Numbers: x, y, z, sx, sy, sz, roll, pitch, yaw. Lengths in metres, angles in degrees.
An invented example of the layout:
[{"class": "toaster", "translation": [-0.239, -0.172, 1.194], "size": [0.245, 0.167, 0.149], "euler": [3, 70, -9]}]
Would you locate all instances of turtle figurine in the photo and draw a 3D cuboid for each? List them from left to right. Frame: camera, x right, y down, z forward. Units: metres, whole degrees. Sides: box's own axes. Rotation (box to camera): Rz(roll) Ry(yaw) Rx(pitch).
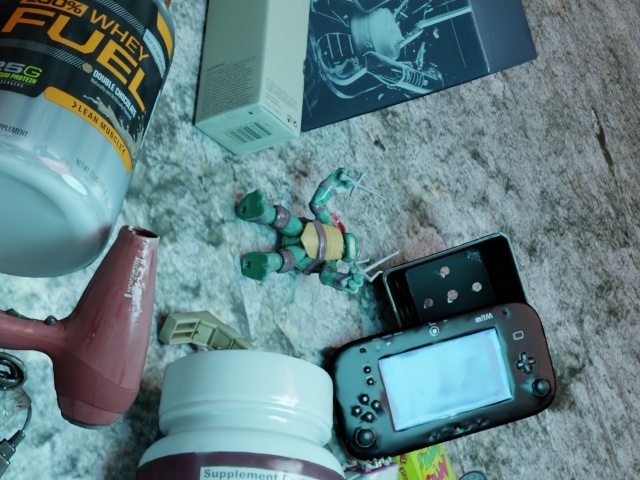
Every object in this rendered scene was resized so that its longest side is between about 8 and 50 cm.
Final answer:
[{"class": "turtle figurine", "translation": [0.000, 0.000, 1.715], "size": [0.234, 0.118, 0.175], "euler": [2, 61, -41]}]

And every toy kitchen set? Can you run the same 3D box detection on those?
[{"class": "toy kitchen set", "translation": [-0.137, 0.133, 1.502], "size": [0.075, 0.083, 0.068], "euler": [0, 120, -57]}]

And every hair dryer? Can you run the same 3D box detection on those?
[{"class": "hair dryer", "translation": [-0.257, 0.091, 1.163], "size": [0.223, 0.293, 0.080], "euler": [58, -8, -30]}]

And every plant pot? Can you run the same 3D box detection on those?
[{"class": "plant pot", "translation": [0.204, 0.092, 1.918], "size": [0.167, 0.188, 0.187], "euler": [-83, 154, -82]}]

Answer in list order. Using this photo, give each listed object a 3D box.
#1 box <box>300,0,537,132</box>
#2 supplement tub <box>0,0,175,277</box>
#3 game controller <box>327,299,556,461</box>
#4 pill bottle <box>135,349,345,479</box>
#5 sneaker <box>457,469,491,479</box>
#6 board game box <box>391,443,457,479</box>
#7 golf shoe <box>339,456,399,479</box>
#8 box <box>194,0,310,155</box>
[{"class": "box", "translation": [0.088, -0.363, 1.807], "size": [0.179, 0.313, 0.343], "euler": [-25, 99, -57]}, {"class": "supplement tub", "translation": [-0.265, -0.149, 1.281], "size": [0.207, 0.207, 0.338], "euler": [46, 42, -38]}, {"class": "game controller", "translation": [0.168, 0.189, 1.779], "size": [0.319, 0.067, 0.166], "euler": [-14, 99, -15]}, {"class": "pill bottle", "translation": [-0.089, 0.327, 1.349], "size": [0.224, 0.224, 0.392], "euler": [34, 51, -47]}, {"class": "sneaker", "translation": [0.263, 0.470, 1.960], "size": [0.163, 0.086, 0.226], "euler": [30, 52, -51]}, {"class": "board game box", "translation": [0.133, 0.296, 1.867], "size": [0.092, 0.043, 0.181], "euler": [-41, 112, -55]}, {"class": "golf shoe", "translation": [0.012, 0.359, 1.599], "size": [0.306, 0.115, 0.140], "euler": [-8, 90, -55]}, {"class": "box", "translation": [-0.085, -0.257, 1.691], "size": [0.094, 0.113, 0.275], "euler": [36, 51, -46]}]
